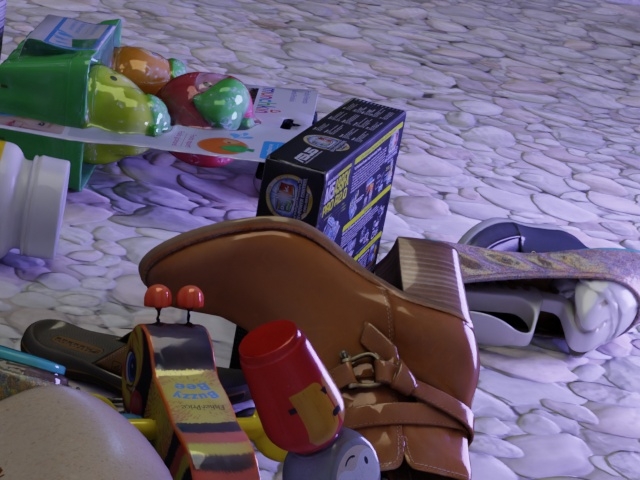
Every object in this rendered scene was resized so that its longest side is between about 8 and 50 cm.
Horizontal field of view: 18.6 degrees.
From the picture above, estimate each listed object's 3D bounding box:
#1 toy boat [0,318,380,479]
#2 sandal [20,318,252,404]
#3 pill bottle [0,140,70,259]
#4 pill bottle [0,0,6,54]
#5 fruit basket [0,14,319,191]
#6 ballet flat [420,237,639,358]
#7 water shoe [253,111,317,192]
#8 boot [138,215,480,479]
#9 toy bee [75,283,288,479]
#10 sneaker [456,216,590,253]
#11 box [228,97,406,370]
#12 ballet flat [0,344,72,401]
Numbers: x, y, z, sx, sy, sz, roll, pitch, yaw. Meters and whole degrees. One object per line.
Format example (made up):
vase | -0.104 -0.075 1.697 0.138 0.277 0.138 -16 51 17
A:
toy boat | -0.120 0.178 1.275 0.318 0.148 0.267 -25 26 -3
sandal | -0.154 0.096 1.684 0.219 0.060 0.090 17 20 18
pill bottle | -0.354 -0.045 1.894 0.208 0.119 0.119 9 19 -6
pill bottle | -0.436 -0.258 2.157 0.176 0.319 0.176 9 19 -3
fruit basket | -0.184 -0.162 2.217 0.353 0.165 0.327 1 18 4
ballet flat | 0.221 0.067 1.951 0.316 0.108 0.106 2 40 -9
water shoe | -0.037 -0.105 2.303 0.072 0.080 0.203 9 19 -3
boot | -0.008 0.104 1.586 0.283 0.109 0.220 7 60 -15
toy bee | -0.120 0.123 1.471 0.195 0.162 0.298 -10 27 -42
sneaker | 0.235 0.031 2.054 0.118 0.083 0.222 26 23 38
box | 0.000 0.000 1.807 0.060 0.216 0.270 15 20 13
ballet flat | -0.333 0.104 1.469 0.348 0.123 0.123 16 18 32
